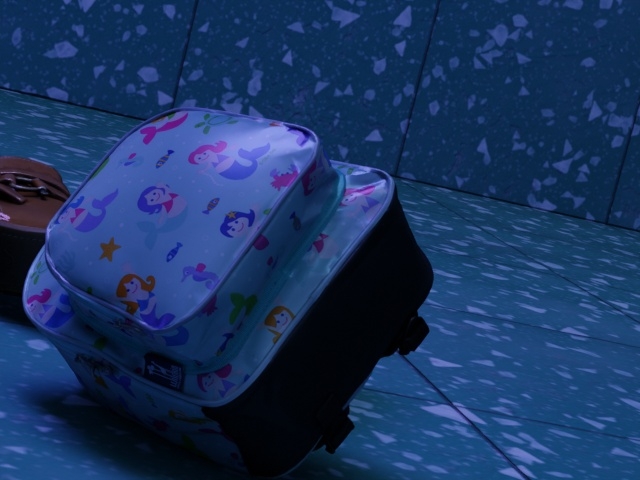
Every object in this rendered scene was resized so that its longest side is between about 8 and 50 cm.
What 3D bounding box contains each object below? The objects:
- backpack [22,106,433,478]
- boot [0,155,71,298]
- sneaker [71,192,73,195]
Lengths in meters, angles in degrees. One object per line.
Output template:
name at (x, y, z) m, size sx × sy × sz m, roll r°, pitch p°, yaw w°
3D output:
backpack at (-0.082, 0.024, 1.148) m, size 0.253 × 0.225 × 0.191 m, roll 14°, pitch -32°, yaw 44°
boot at (-0.225, 0.001, 1.430) m, size 0.283 × 0.109 × 0.220 m, roll -1°, pitch 23°, yaw -9°
sneaker at (-0.212, -0.019, 1.582) m, size 0.296 × 0.131 × 0.112 m, roll 10°, pitch 10°, yaw -15°
